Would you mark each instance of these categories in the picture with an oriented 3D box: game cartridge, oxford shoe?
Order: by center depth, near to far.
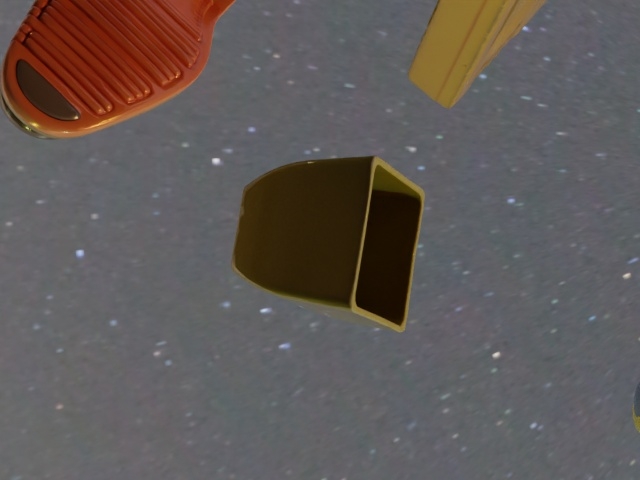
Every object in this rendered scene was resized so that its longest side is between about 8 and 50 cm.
[{"bbox_3d":[0.188,-0.254,0.858,0.052,0.285,0.324,37,-111,5],"label":"game cartridge"},{"bbox_3d":[-0.165,-0.162,1.166,0.130,0.364,0.132,47,-54,-8],"label":"oxford shoe"}]

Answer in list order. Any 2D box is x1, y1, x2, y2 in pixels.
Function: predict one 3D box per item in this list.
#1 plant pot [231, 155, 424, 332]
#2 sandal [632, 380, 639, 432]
[{"bbox_3d":[0.000,0.000,0.766,0.083,0.081,0.082,6,-100,24],"label":"plant pot"},{"bbox_3d":[0.368,0.098,0.971,0.317,0.126,0.138,-6,-110,34],"label":"sandal"}]
